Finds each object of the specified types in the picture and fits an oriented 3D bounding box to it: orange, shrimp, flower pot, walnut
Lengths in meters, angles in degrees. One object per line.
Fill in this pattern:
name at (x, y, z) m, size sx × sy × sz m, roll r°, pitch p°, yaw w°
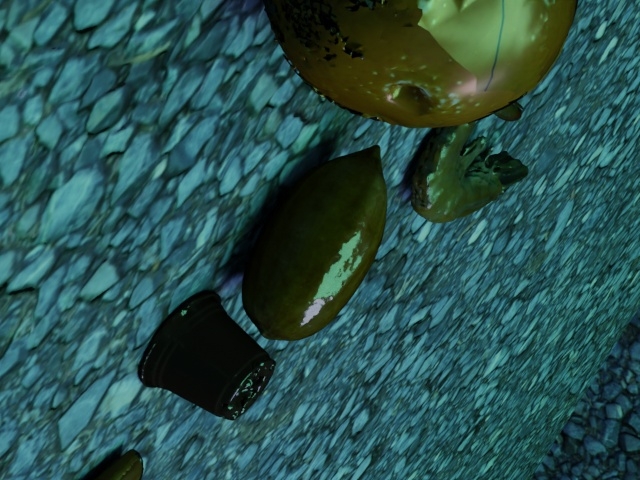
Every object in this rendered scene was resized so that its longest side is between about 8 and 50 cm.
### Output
orange at (0.071, -0.180, 1.236) m, size 0.234 × 0.234 × 0.182 m, roll 93°, pitch 5°, yaw -60°
shrimp at (0.174, -0.101, 1.926) m, size 0.253 × 0.058 × 0.173 m, roll -23°, pitch 137°, yaw -55°
flower pot at (-0.097, 0.115, 1.579) m, size 0.111 × 0.089 × 0.111 m, roll -46°, pitch 161°, yaw -21°
walnut at (0.000, 0.000, 1.596) m, size 0.207 × 0.116 × 0.116 m, roll -61°, pitch 162°, yaw 0°

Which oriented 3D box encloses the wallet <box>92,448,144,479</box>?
wallet at (-0.242, 0.304, 1.660) m, size 0.161 × 0.042 × 0.195 m, roll -44°, pitch 158°, yaw -41°
